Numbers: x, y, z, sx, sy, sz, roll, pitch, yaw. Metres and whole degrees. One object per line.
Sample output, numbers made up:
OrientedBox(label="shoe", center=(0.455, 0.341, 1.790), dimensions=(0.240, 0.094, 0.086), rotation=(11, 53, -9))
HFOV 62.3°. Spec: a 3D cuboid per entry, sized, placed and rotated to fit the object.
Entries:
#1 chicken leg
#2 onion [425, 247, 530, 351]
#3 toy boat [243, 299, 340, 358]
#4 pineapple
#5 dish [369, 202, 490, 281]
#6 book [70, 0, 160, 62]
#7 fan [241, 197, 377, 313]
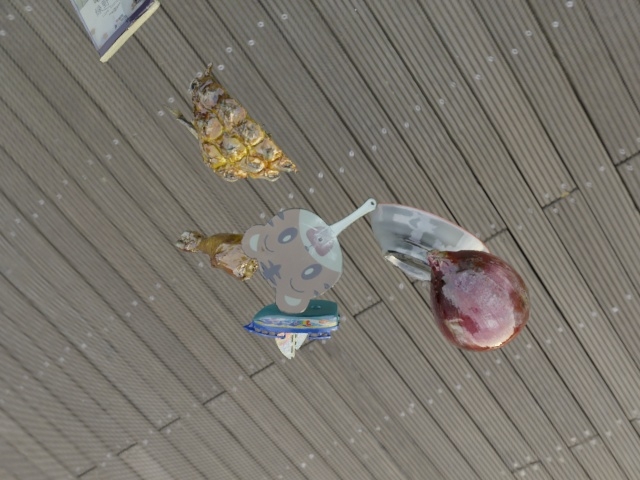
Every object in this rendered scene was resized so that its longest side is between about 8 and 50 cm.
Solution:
OrientedBox(label="chicken leg", center=(-0.213, 0.016, 1.086), dimensions=(0.107, 0.251, 0.087), rotation=(39, 71, -45))
OrientedBox(label="onion", center=(0.234, 0.080, 0.833), dimensions=(0.159, 0.159, 0.195), rotation=(-37, 105, 18))
OrientedBox(label="toy boat", center=(-0.051, 0.166, 0.951), dimensions=(0.174, 0.091, 0.110), rotation=(0, 109, 2))
OrientedBox(label="pineapple", center=(-0.216, -0.235, 1.120), dimensions=(0.158, 0.161, 0.335), rotation=(-39, 80, 7))
OrientedBox(label="dish", center=(0.203, 0.023, 1.071), dimensions=(0.260, 0.260, 0.085), rotation=(27, 79, -8))
OrientedBox(label="book", center=(-0.392, -0.462, 0.950), dimensions=(0.157, 0.026, 0.231), rotation=(-34, 78, 21))
OrientedBox(label="fan", center=(0.000, 0.000, 0.825), dimensions=(0.226, 0.008, 0.153), rotation=(-33, 87, -13))
